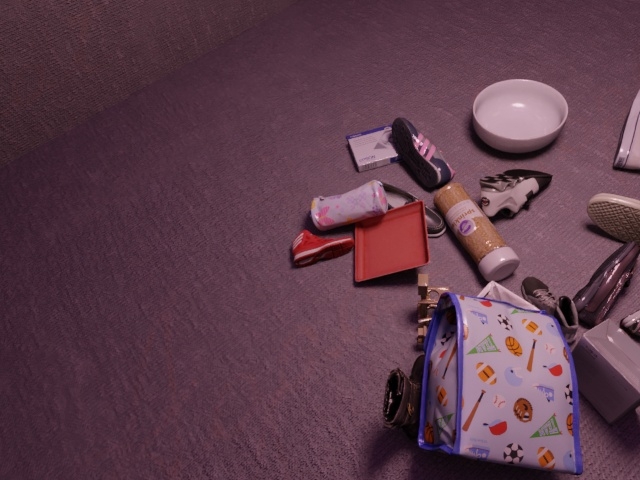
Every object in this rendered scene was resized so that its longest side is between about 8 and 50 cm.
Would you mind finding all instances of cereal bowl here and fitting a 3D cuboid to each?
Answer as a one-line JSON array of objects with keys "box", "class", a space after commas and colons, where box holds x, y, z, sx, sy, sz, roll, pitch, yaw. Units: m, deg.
[{"box": [0.747, -0.453, 1.838, 0.338, 0.141, 0.339, -6, 54, 8], "class": "cereal bowl"}]

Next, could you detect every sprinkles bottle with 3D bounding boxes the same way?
[{"box": [0.506, -0.034, 1.595, 0.121, 0.121, 0.355, -21, 53, -5], "class": "sprinkles bottle"}]

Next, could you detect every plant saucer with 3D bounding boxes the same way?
[{"box": [0.241, 0.010, 1.618, 0.259, 0.048, 0.258, -17, 50, 25], "class": "plant saucer"}]

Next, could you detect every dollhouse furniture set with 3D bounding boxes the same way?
[{"box": [0.336, 0.213, 1.410, 0.101, 0.182, 0.161, 0, 54, 11], "class": "dollhouse furniture set"}]

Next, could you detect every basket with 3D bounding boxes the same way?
[{"box": [0.536, 0.221, 1.415, 0.113, 0.103, 0.167, -42, 58, -19], "class": "basket"}]

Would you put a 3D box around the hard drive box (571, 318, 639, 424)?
[{"box": [0.728, 0.335, 1.215, 0.089, 0.232, 0.181, -27, 55, -10], "class": "hard drive box"}]

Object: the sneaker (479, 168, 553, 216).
[{"box": [0.670, -0.163, 1.674, 0.330, 0.146, 0.122, -14, 23, -27], "class": "sneaker"}]

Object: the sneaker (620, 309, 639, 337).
[{"box": [0.947, 0.220, 1.369, 0.178, 0.072, 0.077, -28, 66, 0], "class": "sneaker"}]

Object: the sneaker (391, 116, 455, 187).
[{"box": [0.388, -0.339, 1.834, 0.131, 0.112, 0.319, -15, 67, -31], "class": "sneaker"}]

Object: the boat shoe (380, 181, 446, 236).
[{"box": [0.305, -0.113, 1.708, 0.302, 0.091, 0.114, 26, 63, 26], "class": "boat shoe"}]

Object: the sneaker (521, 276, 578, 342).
[{"box": [0.678, 0.174, 1.403, 0.086, 0.132, 0.229, -21, 54, -5], "class": "sneaker"}]

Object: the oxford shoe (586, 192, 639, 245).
[{"box": [1.055, -0.058, 1.481, 0.449, 0.169, 0.130, 19, 63, 14], "class": "oxford shoe"}]

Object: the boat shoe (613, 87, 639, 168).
[{"box": [1.172, -0.398, 1.721, 0.156, 0.136, 0.367, 19, 63, 23], "class": "boat shoe"}]

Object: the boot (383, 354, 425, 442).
[{"box": [0.239, 0.388, 1.267, 0.091, 0.229, 0.263, -5, 52, 30], "class": "boot"}]

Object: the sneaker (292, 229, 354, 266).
[{"box": [0.000, 0.000, 1.692, 0.221, 0.087, 0.128, -16, 54, -2], "class": "sneaker"}]

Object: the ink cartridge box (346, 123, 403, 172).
[{"box": [0.231, -0.392, 1.954, 0.223, 0.045, 0.224, -16, 53, -1], "class": "ink cartridge box"}]

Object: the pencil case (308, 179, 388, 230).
[{"box": [0.100, -0.121, 1.699, 0.273, 0.113, 0.124, -14, 72, 22], "class": "pencil case"}]

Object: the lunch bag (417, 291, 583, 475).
[{"box": [0.432, 0.339, 1.192, 0.327, 0.239, 0.386, 12, 70, -12], "class": "lunch bag"}]

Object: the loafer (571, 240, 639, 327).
[{"box": [0.859, 0.131, 1.434, 0.302, 0.109, 0.095, -43, 77, -12], "class": "loafer"}]
